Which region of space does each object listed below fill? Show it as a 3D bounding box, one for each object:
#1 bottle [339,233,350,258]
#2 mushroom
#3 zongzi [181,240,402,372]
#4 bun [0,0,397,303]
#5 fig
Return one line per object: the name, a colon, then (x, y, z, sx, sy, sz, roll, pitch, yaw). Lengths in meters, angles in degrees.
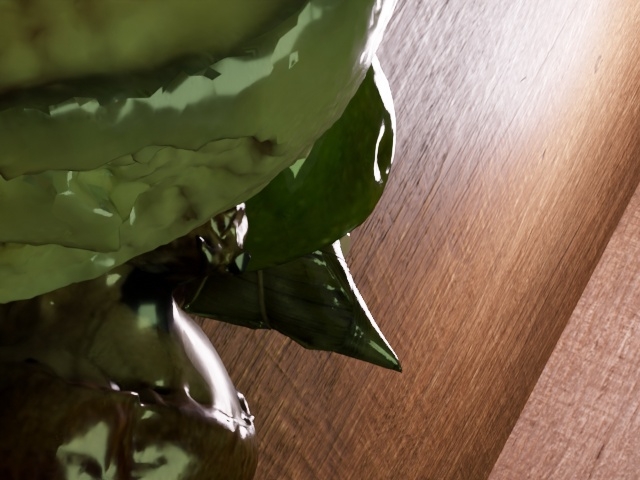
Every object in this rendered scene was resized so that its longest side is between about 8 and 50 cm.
bottle: (-0.020, -0.007, 1.168, 0.045, 0.096, 0.045, -49, 153, -37)
mushroom: (-0.151, 0.070, 0.750, 0.254, 0.267, 0.267, -51, 153, -17)
zongzi: (0.001, -0.003, 1.085, 0.094, 0.204, 0.205, -31, 139, -70)
bun: (-0.146, -0.126, 0.499, 0.364, 0.364, 0.202, -55, 170, -25)
fig: (-0.070, -0.134, 0.811, 0.233, 0.233, 0.314, -41, 129, -46)
